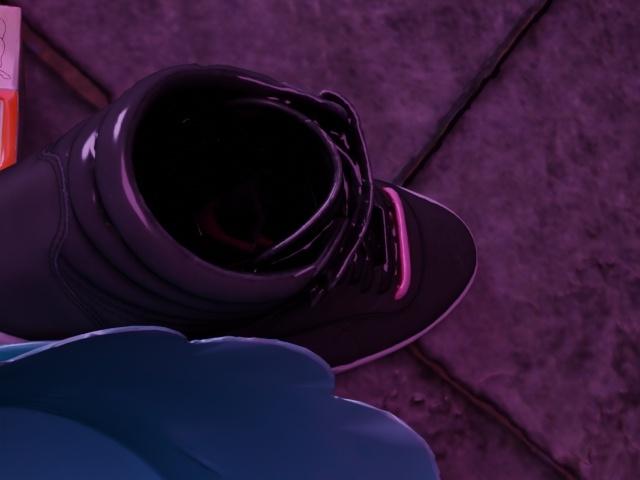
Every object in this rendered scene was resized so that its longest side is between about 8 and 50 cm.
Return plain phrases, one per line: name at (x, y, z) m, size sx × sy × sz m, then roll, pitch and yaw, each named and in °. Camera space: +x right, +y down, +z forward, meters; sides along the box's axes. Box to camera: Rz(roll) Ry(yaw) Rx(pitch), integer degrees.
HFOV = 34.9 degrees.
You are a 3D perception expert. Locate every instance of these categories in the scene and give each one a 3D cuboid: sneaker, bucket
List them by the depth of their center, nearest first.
bucket at (-0.093, 0.168, 0.346) m, size 0.281 × 0.183 × 0.281 m, roll 9°, pitch 74°, yaw -33°
sneaker at (0.000, 0.000, 0.444) m, size 0.295 × 0.147 × 0.105 m, roll 2°, pitch 74°, yaw -40°

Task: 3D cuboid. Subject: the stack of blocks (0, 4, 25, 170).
stack of blocks at (-0.228, -0.077, 0.478) m, size 0.171 × 0.087 × 0.297 m, roll 2°, pitch 72°, yaw -15°
